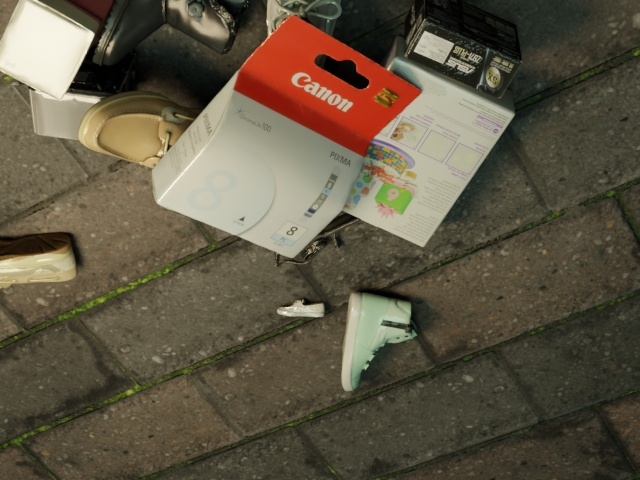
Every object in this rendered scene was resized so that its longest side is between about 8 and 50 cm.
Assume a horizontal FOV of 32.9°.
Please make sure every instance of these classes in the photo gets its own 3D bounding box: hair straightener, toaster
[{"bbox_3d":[0.000,0.000,2.135,0.230,0.047,0.089,-36,115,27],"label":"hair straightener"},{"bbox_3d":[-0.423,-0.264,1.910,0.186,0.168,0.110,7,127,0],"label":"toaster"}]

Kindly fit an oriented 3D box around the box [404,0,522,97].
[{"bbox_3d":[0.235,-0.333,1.810,0.180,0.147,0.077,21,125,-11],"label":"box"}]

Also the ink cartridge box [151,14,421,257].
[{"bbox_3d":[-0.049,-0.157,1.821,0.308,0.091,0.385,24,125,-37],"label":"ink cartridge box"}]

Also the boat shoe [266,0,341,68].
[{"bbox_3d":[-0.035,-0.379,1.796,0.136,0.156,0.367,11,127,-3],"label":"boat shoe"}]

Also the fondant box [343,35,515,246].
[{"bbox_3d":[0.164,-0.173,1.966,0.238,0.096,0.330,24,123,-11],"label":"fondant box"}]

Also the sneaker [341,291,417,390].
[{"bbox_3d":[0.123,0.223,2.258,0.151,0.094,0.256,6,127,-3],"label":"sneaker"}]

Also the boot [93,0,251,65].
[{"bbox_3d":[-0.249,-0.365,1.846,0.207,0.094,0.246,28,105,-12],"label":"boot"}]

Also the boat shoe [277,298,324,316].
[{"bbox_3d":[-0.040,0.138,2.252,0.100,0.035,0.035,2,99,9],"label":"boat shoe"}]

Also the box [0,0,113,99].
[{"bbox_3d":[-0.429,-0.366,1.796,0.127,0.232,0.148,27,124,-15],"label":"box"}]

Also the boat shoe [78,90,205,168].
[{"bbox_3d":[-0.256,-0.177,1.881,0.341,0.110,0.121,-1,127,-46],"label":"boat shoe"}]

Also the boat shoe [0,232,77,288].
[{"bbox_3d":[-0.646,0.054,2.203,0.302,0.109,0.098,-6,124,3],"label":"boat shoe"}]
